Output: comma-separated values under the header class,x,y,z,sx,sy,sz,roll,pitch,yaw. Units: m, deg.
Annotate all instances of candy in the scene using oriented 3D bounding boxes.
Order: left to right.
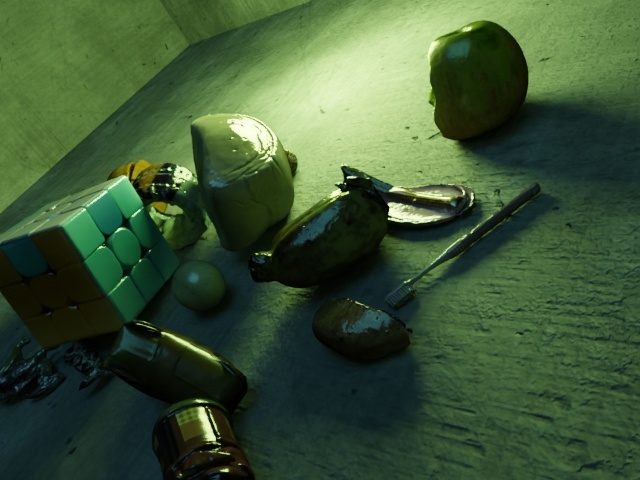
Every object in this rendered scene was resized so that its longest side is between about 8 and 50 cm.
class,x,y,z,sx,sy,sz,roll,pitch,yaw
candy,-0.555,0.290,1.395,0.226,0.051,0.094,13,65,52

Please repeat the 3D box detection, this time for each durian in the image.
class,x,y,z,sx,sy,sz,roll,pitch,yaw
durian,-0.102,-0.218,1.637,0.080,0.091,0.080,-6,61,11

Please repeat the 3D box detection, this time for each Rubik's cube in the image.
class,x,y,z,sx,sy,sz,roll,pitch,yaw
Rubik's cube,-0.586,0.051,1.466,0.291,0.291,0.290,-15,23,24

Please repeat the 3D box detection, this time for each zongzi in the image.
class,x,y,z,sx,sy,sz,roll,pitch,yaw
zongzi,-0.257,0.264,1.142,0.260,0.289,0.123,22,69,8

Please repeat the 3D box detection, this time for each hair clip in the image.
class,x,y,z,sx,sy,sz,roll,pitch,yaw
hair clip,0.165,-0.091,1.258,0.110,0.095,0.359,-13,25,-40

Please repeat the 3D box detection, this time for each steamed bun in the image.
class,x,y,z,sx,sy,sz,roll,pitch,yaw
steamed bun,-0.185,-0.167,1.475,0.236,0.247,0.383,-14,38,-12

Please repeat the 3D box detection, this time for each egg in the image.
class,x,y,z,sx,sy,sz,roll,pitch,yaw
egg,-0.277,0.101,1.334,0.114,0.114,0.152,-48,30,-22

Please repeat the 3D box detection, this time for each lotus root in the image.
class,x,y,z,sx,sy,sz,roll,pitch,yaw
lotus root,0.000,0.000,1.190,0.309,0.173,0.173,-33,32,0

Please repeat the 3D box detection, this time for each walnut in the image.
class,x,y,z,sx,sy,sz,roll,pitch,yaw
walnut,-0.572,-0.103,1.795,0.209,0.209,0.336,-20,38,22

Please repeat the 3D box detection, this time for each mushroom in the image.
class,x,y,z,sx,sy,sz,roll,pitch,yaw
mushroom,0.053,0.152,1.011,0.210,0.072,0.094,17,66,51

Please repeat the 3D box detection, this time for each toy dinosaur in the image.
class,x,y,z,sx,sy,sz,roll,pitch,yaw
toy dinosaur,-0.756,0.327,1.493,0.294,0.077,0.162,-15,38,27

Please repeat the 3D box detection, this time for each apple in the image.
class,x,y,z,sx,sy,sz,roll,pitch,yaw
apple,0.328,-0.359,1.309,0.246,0.226,0.246,-23,31,15

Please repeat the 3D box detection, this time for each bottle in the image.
class,x,y,z,sx,sy,sz,roll,pitch,yaw
bottle,-0.169,0.364,0.866,0.143,0.156,0.271,-7,25,-22

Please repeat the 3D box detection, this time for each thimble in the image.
class,x,y,z,sx,sy,sz,roll,pitch,yaw
thimble,-0.415,-0.087,1.626,0.237,0.237,0.150,-22,38,18

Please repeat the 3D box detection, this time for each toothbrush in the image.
class,x,y,z,sx,sy,sz,roll,pitch,yaw
toothbrush,0.261,0.008,1.063,0.354,0.024,0.029,-37,37,-5
